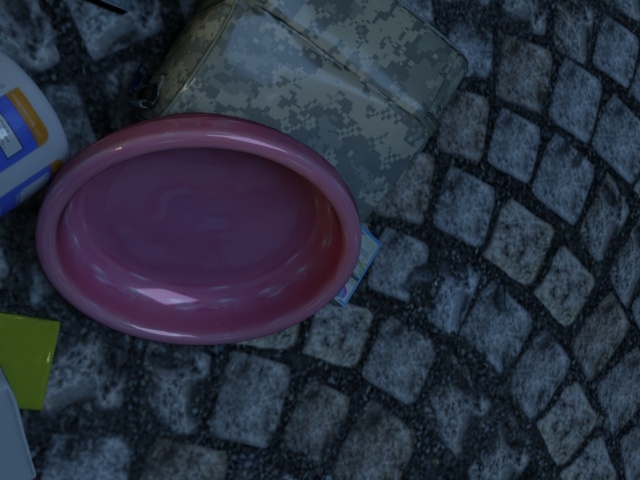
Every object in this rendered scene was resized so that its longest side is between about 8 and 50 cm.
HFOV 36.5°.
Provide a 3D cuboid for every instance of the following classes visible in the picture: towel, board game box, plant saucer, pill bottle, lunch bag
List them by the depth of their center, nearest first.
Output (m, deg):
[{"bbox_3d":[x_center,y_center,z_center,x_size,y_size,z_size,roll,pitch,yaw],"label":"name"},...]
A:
[{"bbox_3d":[-0.382,-0.054,0.895,0.272,0.152,0.152,-40,113,-27],"label":"pill bottle"},{"bbox_3d":[-0.387,0.113,0.980,0.237,0.021,0.102,13,90,-36],"label":"towel"},{"bbox_3d":[-0.125,-0.015,1.017,0.332,0.332,0.084,28,40,-33],"label":"plant saucer"},{"bbox_3d":[-0.030,-0.168,1.096,0.305,0.212,0.256,33,79,-25],"label":"lunch bag"},{"bbox_3d":[0.000,0.000,1.240,0.154,0.026,0.103,43,68,-28],"label":"board game box"}]

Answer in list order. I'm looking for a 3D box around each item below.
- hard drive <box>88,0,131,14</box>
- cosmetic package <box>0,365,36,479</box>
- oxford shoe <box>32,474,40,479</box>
[{"bbox_3d":[-0.241,-0.328,1.062,0.094,0.022,0.135,17,82,-35],"label":"hard drive"},{"bbox_3d":[-0.374,0.155,0.860,0.184,0.151,0.151,-22,142,-23],"label":"cosmetic package"},{"bbox_3d":[-0.429,0.334,0.922,0.130,0.123,0.348,39,69,-2],"label":"oxford shoe"}]
